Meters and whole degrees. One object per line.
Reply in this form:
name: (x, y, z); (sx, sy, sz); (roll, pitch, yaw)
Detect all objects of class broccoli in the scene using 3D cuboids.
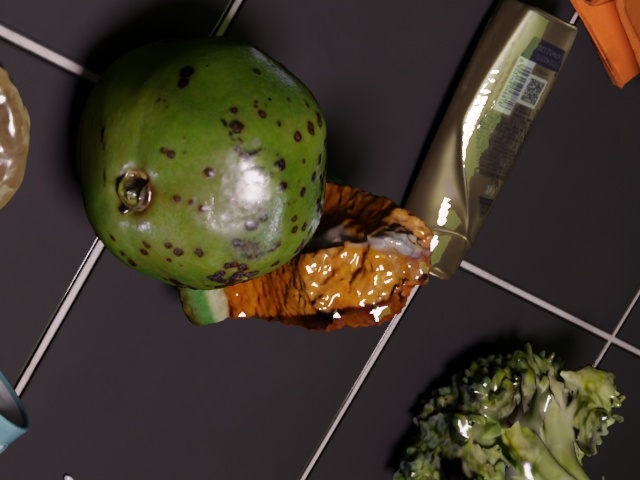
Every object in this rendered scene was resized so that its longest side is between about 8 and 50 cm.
broccoli: (0.267, 0.329, 1.895); (0.293, 0.281, 0.347); (-13, 114, -40)

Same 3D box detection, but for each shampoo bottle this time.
shampoo bottle: (0.194, -0.121, 1.694); (0.126, 0.084, 0.350); (12, 107, -44)

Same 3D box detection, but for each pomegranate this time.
pomegranate: (-0.104, -0.082, 1.337); (0.270, 0.254, 0.254); (-41, 142, -50)

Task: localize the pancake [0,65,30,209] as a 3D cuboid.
pancake: (-0.360, -0.085, 1.234); (0.222, 0.042, 0.236); (-28, 131, -25)

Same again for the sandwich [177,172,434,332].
sandwich: (0.000, 0.000, 1.456); (0.250, 0.301, 0.162); (-19, 100, -35)

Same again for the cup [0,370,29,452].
cup: (-0.387, 0.168, 1.285); (0.173, 0.167, 0.299); (-41, 162, -3)

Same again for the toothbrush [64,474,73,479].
toothbrush: (-0.269, 0.310, 1.592); (0.013, 0.011, 0.131); (-54, 143, -35)

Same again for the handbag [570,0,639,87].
handbag: (0.492, -0.405, 1.773); (0.410, 0.116, 0.303); (-50, 141, -6)
